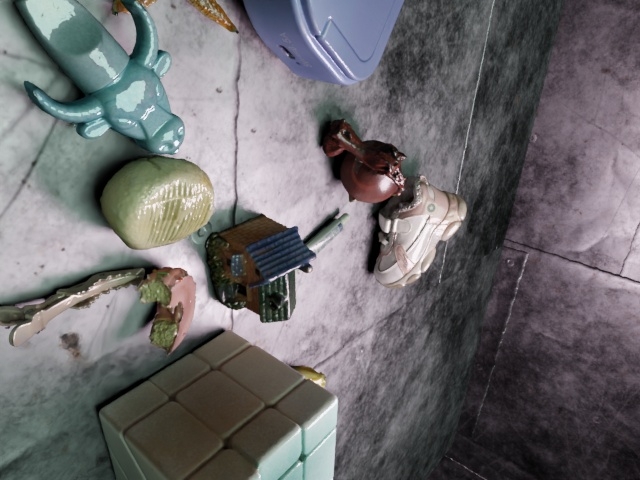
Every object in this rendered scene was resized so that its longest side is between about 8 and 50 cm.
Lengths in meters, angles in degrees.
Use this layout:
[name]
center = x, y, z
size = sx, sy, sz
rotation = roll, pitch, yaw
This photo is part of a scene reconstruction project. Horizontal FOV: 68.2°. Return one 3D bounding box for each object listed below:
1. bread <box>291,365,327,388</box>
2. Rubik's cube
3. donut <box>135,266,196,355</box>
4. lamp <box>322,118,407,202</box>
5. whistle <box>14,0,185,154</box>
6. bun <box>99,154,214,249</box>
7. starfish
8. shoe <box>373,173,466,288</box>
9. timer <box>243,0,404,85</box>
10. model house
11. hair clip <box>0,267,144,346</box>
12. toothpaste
[bread]
center = -0.063, 0.382, 1.262
size = 0.156, 0.103, 0.110
rotation = -50, 130, -33
[Rubik's cube]
center = -0.183, 0.426, 0.921
size = 0.316, 0.319, 0.321
rotation = -29, 131, -43
[donut]
center = -0.267, 0.108, 0.843
size = 0.117, 0.065, 0.166
rotation = -64, 165, -60
[lamp]
center = 0.112, -0.188, 1.140
size = 0.223, 0.215, 0.151
rotation = 102, 14, -54
[whistle]
center = -0.282, -0.215, 0.646
size = 0.186, 0.093, 0.274
rotation = -51, 139, -13
[bun]
center = -0.257, -0.064, 0.752
size = 0.188, 0.111, 0.164
rotation = -23, 143, -49
[starfish]
center = -0.224, -0.383, 0.674
size = 0.247, 0.050, 0.138
rotation = -14, 120, -42
[shoe]
center = 0.250, -0.033, 1.411
size = 0.198, 0.172, 0.351
rotation = 33, 100, -19
[timer]
center = 0.006, -0.496, 0.802
size = 0.395, 0.173, 0.395
rotation = -34, 135, -42
[model house]
center = -0.108, 0.069, 0.958
size = 0.166, 0.172, 0.183
rotation = -29, 130, -44
[hair clip]
center = -0.375, 0.084, 0.721
size = 0.226, 0.072, 0.034
rotation = -34, 141, -51
[toothpaste]
center = 0.000, 0.000, 1.185
size = 0.216, 0.037, 0.062
rotation = -43, 139, -25
